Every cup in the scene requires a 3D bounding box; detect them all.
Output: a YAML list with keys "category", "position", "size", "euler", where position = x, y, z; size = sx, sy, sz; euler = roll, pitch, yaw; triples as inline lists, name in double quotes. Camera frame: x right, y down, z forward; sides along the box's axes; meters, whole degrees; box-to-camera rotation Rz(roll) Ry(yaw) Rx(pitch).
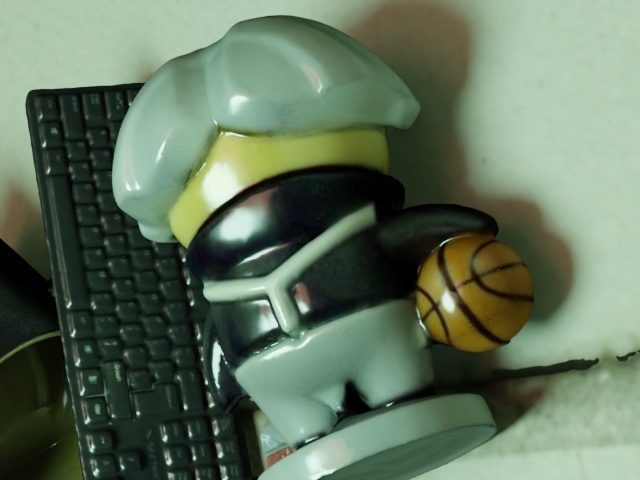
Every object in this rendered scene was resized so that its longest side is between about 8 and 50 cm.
- category: "cup"
  position: [-0.212, 0.046, 1.023]
  size: [0.177, 0.166, 0.239]
  euler: [31, 111, 40]

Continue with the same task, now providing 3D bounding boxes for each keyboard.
- category: "keyboard"
  position: [-0.098, 0.052, 0.953]
  size: [0.018, 0.101, 0.309]
  euler: [126, 136, -63]

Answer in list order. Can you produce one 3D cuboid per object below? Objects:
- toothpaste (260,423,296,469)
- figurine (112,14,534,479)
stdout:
- category: "toothpaste"
  position: [0.016, 0.190, 0.856]
  size: [0.089, 0.057, 0.234]
  euler: [-33, 53, 37]
- category: "figurine"
  position: [0.000, 0.000, 0.821]
  size: [0.176, 0.133, 0.236]
  euler: [-27, 72, 15]
